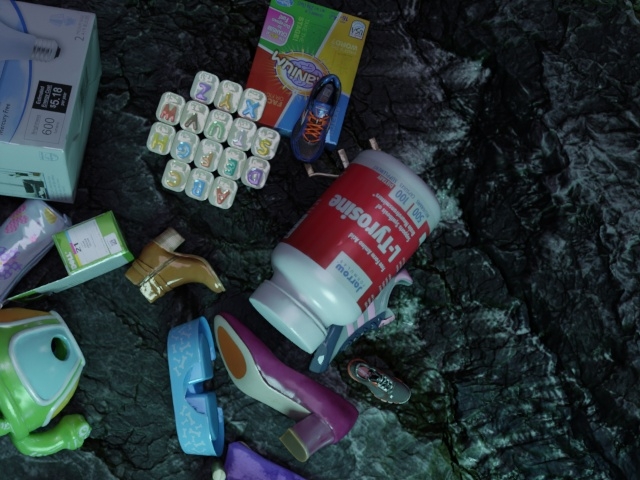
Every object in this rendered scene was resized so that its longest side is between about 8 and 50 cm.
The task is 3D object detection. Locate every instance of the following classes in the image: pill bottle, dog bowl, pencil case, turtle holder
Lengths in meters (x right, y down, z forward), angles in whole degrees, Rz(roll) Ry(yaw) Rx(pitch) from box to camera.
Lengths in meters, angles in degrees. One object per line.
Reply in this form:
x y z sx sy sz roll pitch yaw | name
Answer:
0.047 0.026 1.760 0.229 0.229 0.408 41 78 -1 | pill bottle
-0.266 0.313 1.792 0.074 0.166 0.297 -8 83 3 | dog bowl
-0.655 0.032 1.790 0.124 0.113 0.273 28 73 34 | pencil case
-0.593 0.283 1.708 0.227 0.243 0.320 -31 78 -28 | turtle holder

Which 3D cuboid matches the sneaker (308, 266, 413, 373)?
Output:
0.092 0.175 1.881 0.131 0.112 0.319 32 80 0 | sneaker

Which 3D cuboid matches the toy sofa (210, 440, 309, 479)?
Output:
-0.075 0.578 1.781 0.362 0.150 0.177 28 80 -3 | toy sofa

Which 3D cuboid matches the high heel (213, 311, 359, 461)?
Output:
-0.080 0.294 1.866 0.181 0.127 0.377 -28 82 -40 | high heel

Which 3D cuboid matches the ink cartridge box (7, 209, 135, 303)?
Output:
-0.532 0.041 1.772 0.255 0.189 0.097 -23 87 -10 | ink cartridge box

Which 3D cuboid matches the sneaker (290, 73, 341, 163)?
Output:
-0.010 -0.278 1.877 0.083 0.087 0.221 17 80 -5 | sneaker

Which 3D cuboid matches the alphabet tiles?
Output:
-0.241 -0.225 1.894 0.284 0.021 0.278 20 97 -2 | alphabet tiles

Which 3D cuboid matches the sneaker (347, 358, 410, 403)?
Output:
0.133 0.321 1.890 0.158 0.065 0.061 28 79 -3 | sneaker

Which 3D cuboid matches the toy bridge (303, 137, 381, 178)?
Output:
0.057 -0.182 1.970 0.188 0.026 0.063 -21 88 -10 | toy bridge

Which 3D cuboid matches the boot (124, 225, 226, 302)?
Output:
-0.320 0.085 1.861 0.197 0.073 0.152 43 82 6 | boot

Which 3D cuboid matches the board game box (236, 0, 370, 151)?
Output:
-0.040 -0.394 1.967 0.242 0.064 0.317 15 80 -6 | board game box

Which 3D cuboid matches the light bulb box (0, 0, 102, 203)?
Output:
-0.668 -0.297 1.740 0.361 0.225 0.358 7 63 -7 | light bulb box
